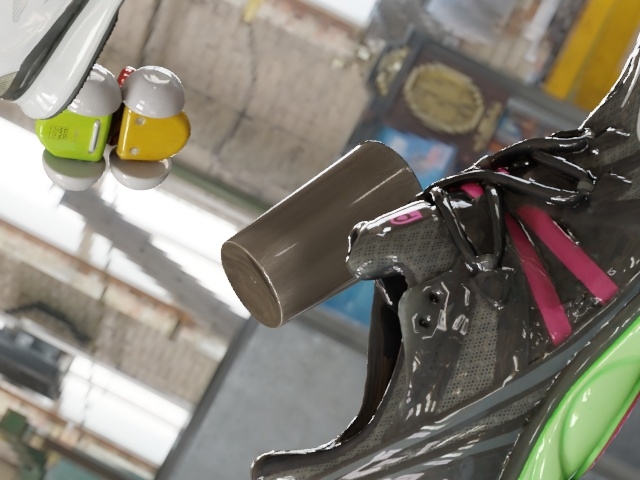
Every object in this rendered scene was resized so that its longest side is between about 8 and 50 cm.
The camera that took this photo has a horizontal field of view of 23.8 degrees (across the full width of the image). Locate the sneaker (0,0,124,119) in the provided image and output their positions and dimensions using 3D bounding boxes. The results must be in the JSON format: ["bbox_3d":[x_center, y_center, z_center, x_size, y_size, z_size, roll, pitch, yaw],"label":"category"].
[{"bbox_3d":[-0.270,-0.322,1.367,0.447,0.257,0.169,-57,38,24],"label":"sneaker"}]

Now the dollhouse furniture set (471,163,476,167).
[{"bbox_3d":[0.182,0.071,1.481,0.242,0.161,0.212,-61,9,7],"label":"dollhouse furniture set"}]

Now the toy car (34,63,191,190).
[{"bbox_3d":[-0.248,-0.150,1.783,0.136,0.182,0.159,-112,30,-42],"label":"toy car"}]

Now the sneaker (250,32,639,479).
[{"bbox_3d":[0.129,0.013,0.953,0.483,0.202,0.185,-55,-1,-12],"label":"sneaker"}]

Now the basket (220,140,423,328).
[{"bbox_3d":[0.000,0.000,1.921,0.227,0.154,0.204,-32,-14,-25],"label":"basket"}]
